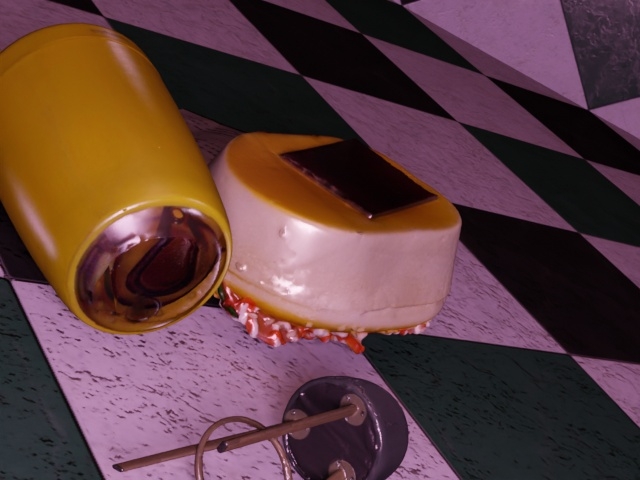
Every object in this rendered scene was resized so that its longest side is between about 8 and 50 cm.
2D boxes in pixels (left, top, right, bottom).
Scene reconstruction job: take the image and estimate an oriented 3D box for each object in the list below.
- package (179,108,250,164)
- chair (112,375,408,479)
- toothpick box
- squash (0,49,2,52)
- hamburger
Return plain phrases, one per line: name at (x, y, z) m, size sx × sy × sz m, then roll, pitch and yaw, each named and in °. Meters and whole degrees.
package at (-0.117, -0.093, 1.342) m, size 0.251 × 0.062 × 0.204 m, roll 34°, pitch 21°, yaw 23°
chair at (-0.034, 0.153, 0.853) m, size 0.095 × 0.104 × 0.222 m, roll 22°, pitch 17°, yaw 34°
toothpick box at (-0.180, -0.048, 1.012) m, size 0.175 × 0.175 × 0.271 m, roll 11°, pitch 31°, yaw -38°
squash at (-0.377, -0.197, 1.162) m, size 0.288 × 0.137 × 0.137 m, roll 30°, pitch 21°, yaw -5°
hamburger at (0.000, 0.000, 1.150) m, size 0.295 × 0.151 × 0.227 m, roll -3°, pitch 40°, yaw -44°
